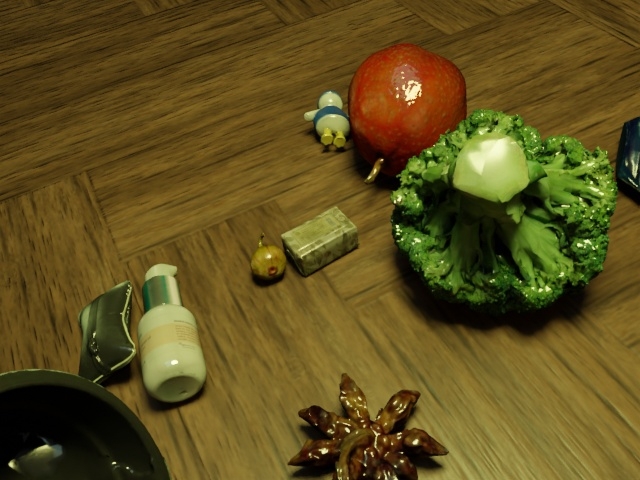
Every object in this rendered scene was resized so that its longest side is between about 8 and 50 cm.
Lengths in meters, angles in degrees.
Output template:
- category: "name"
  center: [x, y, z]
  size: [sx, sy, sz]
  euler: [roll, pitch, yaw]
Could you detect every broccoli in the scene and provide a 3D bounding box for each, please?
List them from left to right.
- category: "broccoli"
  center: [0.208, -0.044, 0.716]
  size: [0.270, 0.270, 0.269]
  euler: [-5, 73, 16]

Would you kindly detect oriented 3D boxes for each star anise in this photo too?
- category: "star anise"
  center: [0.047, 0.212, 0.641]
  size: [0.168, 0.057, 0.168]
  euler: [-1, 38, 1]

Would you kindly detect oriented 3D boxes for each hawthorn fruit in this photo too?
- category: "hawthorn fruit"
  center: [0.116, -0.176, 0.915]
  size: [0.197, 0.196, 0.225]
  euler: [16, 67, 22]

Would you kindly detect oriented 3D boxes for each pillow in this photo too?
- category: "pillow"
  center: [-0.271, 0.119, 0.771]
  size: [0.055, 0.091, 0.135]
  euler: [17, 32, -30]

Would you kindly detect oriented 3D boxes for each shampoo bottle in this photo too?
- category: "shampoo bottle"
  center: [-0.192, 0.106, 0.759]
  size: [0.074, 0.074, 0.192]
  euler: [-18, 47, -9]

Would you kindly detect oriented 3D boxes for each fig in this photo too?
- category: "fig"
  center: [-0.075, 0.020, 0.844]
  size: [0.050, 0.050, 0.083]
  euler: [-16, 37, -7]

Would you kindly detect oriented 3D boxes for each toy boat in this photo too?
- category: "toy boat"
  center: [0.553, -0.096, 0.851]
  size: [0.210, 0.070, 0.292]
  euler: [-39, 56, -23]

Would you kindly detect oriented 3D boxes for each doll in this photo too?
- category: "doll"
  center: [0.019, -0.213, 1.042]
  size: [0.099, 0.057, 0.143]
  euler: [8, 44, -14]

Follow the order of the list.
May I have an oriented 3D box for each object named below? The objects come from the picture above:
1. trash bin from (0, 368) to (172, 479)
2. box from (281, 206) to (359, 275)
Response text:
- category: "trash bin"
  center: [-0.272, 0.230, 0.441]
  size: [0.263, 0.217, 0.277]
  euler: [-25, 50, 28]
- category: "box"
  center: [0.000, 0.000, 0.852]
  size: [0.098, 0.045, 0.062]
  euler: [-28, 50, -16]
